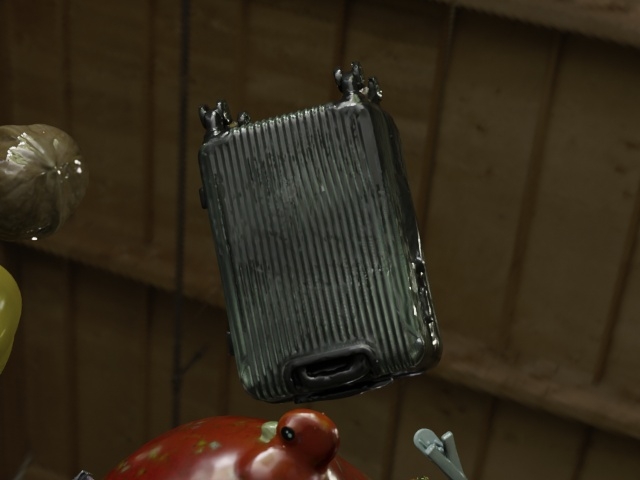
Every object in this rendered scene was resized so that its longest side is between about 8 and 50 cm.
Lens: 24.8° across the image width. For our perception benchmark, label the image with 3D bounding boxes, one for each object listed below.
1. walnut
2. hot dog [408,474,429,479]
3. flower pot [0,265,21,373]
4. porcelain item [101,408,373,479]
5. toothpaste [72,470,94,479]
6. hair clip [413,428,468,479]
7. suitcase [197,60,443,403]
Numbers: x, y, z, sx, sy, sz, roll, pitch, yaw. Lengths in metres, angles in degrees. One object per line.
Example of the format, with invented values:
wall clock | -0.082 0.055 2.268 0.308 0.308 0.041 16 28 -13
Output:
walnut | -0.341 -0.066 1.673 0.162 0.140 0.140 -7 -62 49
hot dog | 0.116 0.354 1.820 0.037 0.122 0.049 18 -11 -20
flower pot | -0.446 0.109 1.700 0.195 0.179 0.195 -3 -74 -11
porcelain item | -0.024 0.194 0.826 0.253 0.253 0.253 13 -55 19
toothpaste | -0.159 0.260 1.281 0.170 0.028 0.045 39 -84 -27
hair clip | 0.122 0.215 1.340 0.039 0.030 0.115 41 -16 55
suitcase | 0.000 0.000 1.423 0.202 0.128 0.312 -14 -100 14
